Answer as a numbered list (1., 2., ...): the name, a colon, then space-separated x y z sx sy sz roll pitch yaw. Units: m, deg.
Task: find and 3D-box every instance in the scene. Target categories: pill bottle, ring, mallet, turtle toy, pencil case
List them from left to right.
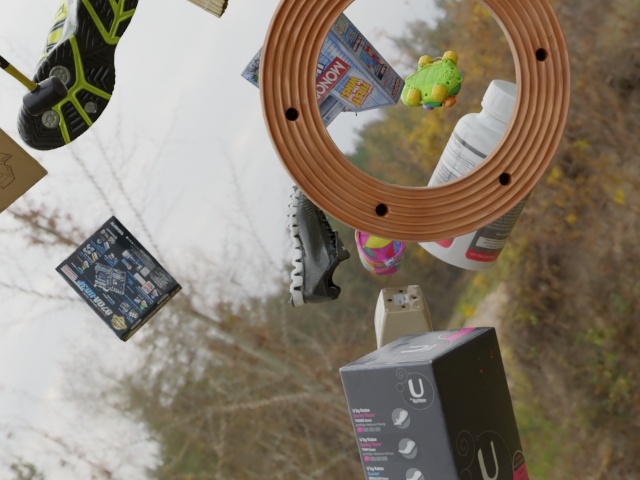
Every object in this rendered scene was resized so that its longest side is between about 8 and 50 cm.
1. mallet: -0.429 -0.246 1.561 0.190 0.062 0.039 51 -160 -52
2. pencil case: 0.120 0.010 2.137 0.104 0.104 0.236 -63 -5 -5
3. ring: 0.101 -0.166 1.181 0.337 0.336 0.032 -64 10 0
4. turtle toy: 0.184 -0.255 1.848 0.066 0.130 0.095 41 -122 -38
5. pill bottle: 0.300 -0.120 2.009 0.318 0.176 0.176 -66 -5 22

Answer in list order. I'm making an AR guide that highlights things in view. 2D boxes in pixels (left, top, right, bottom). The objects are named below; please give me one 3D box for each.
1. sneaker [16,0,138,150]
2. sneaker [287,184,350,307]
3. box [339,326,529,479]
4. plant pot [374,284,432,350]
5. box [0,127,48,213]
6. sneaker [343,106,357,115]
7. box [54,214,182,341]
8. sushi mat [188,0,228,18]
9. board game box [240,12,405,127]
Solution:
1. sneaker: -0.450 -0.337 2.066 0.147 0.145 0.385 3 66 61
2. sneaker: 0.000 0.000 1.918 0.078 0.106 0.234 -27 -62 -78
3. box: 0.152 0.261 1.392 0.165 0.143 0.270 -20 -83 -52
4. plant pot: 0.157 0.145 2.091 0.109 0.109 0.096 -94 -1 -53
5. box: -0.761 -0.174 2.572 0.164 0.201 0.021 -38 29 10
6. sneaker: 0.047 -0.281 2.392 0.098 0.069 0.038 -54 17 21
7. box: -0.436 0.082 2.408 0.175 0.220 0.051 -44 -9 -7
8. sushi mat: -0.245 -0.441 1.508 0.151 0.316 0.019 -63 -5 30
9. board game box: 0.009 -0.231 1.551 0.194 0.194 0.060 -45 14 43
